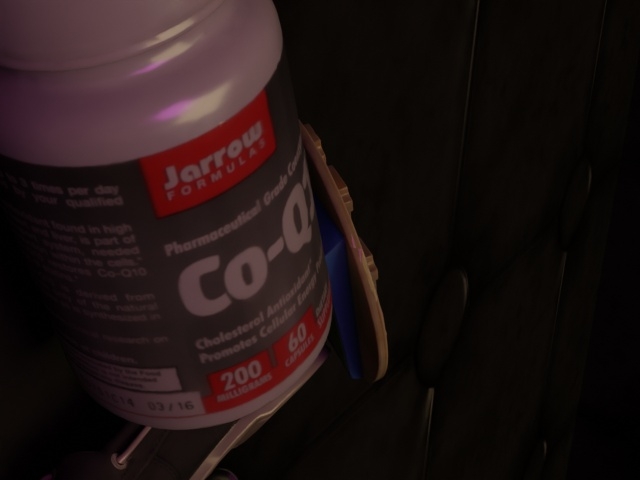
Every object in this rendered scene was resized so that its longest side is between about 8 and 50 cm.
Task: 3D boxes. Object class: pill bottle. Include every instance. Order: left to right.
[{"bbox_3d":[-0.089,-0.048,0.597,0.161,0.161,0.283,-54,148,-36],"label":"pill bottle"}]

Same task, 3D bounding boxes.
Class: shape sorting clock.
[{"bbox_3d":[0.000,0.000,0.795,0.040,0.206,0.206,-24,137,-9],"label":"shape sorting clock"}]

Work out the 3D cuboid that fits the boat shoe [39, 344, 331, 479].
[{"bbox_3d":[-0.121,0.139,0.745,0.335,0.095,0.112,-43,176,-43],"label":"boat shoe"}]
